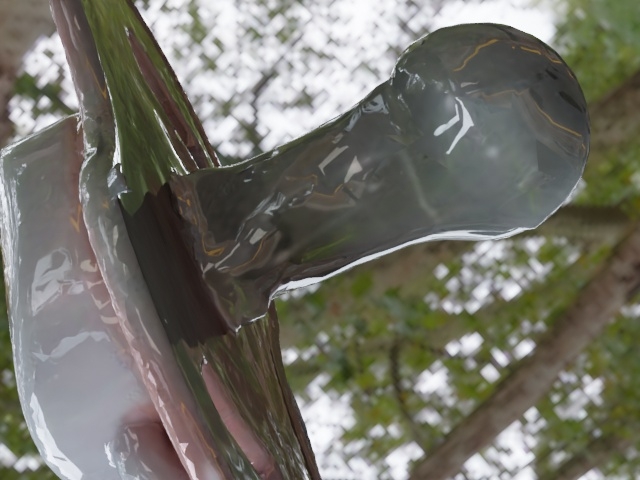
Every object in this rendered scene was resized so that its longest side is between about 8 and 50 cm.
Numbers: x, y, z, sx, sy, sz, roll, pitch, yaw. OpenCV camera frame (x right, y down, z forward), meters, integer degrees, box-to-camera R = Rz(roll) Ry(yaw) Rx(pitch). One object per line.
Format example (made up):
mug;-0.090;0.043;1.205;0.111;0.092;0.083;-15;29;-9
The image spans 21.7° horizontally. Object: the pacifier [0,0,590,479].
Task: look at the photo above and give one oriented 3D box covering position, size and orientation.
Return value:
pacifier;-0.033;0.001;0.714;0.220;0.273;0.332;19;-147;-29
